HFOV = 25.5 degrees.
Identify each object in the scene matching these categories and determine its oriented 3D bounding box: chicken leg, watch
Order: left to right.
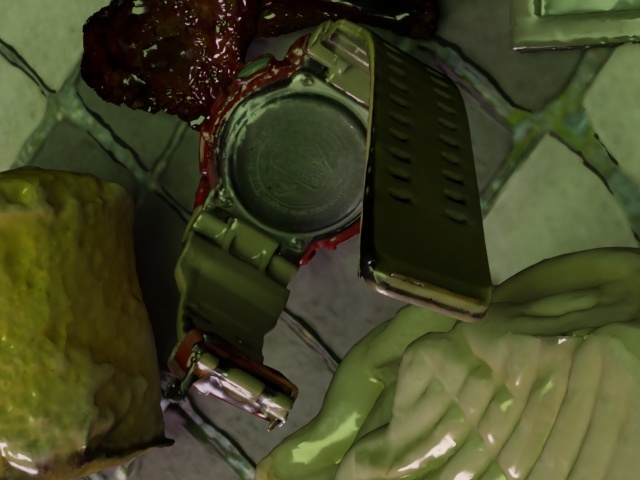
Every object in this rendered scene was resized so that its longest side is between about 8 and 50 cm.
[{"bbox_3d":[-0.041,-0.112,0.730,0.205,0.053,0.093,-19,103,36],"label":"chicken leg"},{"bbox_3d":[-0.003,0.001,0.600,0.102,0.268,0.165,29,116,-15],"label":"watch"}]

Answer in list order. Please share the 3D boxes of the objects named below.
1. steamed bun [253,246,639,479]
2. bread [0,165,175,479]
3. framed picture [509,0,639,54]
[{"bbox_3d":[0.115,0.135,0.571,0.276,0.203,0.289,28,114,51],"label":"steamed bun"},{"bbox_3d":[-0.175,0.053,0.737,0.197,0.197,0.171,-20,87,30],"label":"bread"},{"bbox_3d":[0.176,-0.226,0.612,0.208,0.019,0.281,-2,92,30],"label":"framed picture"}]
